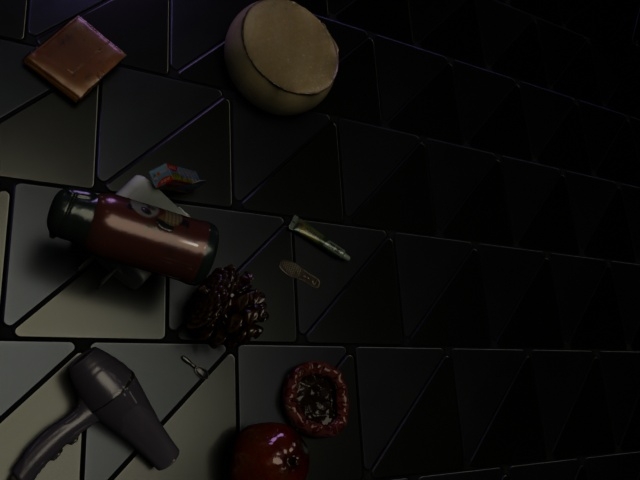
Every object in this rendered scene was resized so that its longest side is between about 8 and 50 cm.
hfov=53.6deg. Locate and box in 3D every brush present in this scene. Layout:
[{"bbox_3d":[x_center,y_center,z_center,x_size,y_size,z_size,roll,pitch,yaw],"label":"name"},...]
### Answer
[{"bbox_3d":[-0.297,0.300,1.502,0.083,0.008,0.024,44,60,-13],"label":"brush"}]

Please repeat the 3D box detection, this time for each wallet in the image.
[{"bbox_3d":[-0.598,-0.443,1.553,0.161,0.042,0.195,38,60,-11],"label":"wallet"}]

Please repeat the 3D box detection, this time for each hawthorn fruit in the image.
[{"bbox_3d":[-0.107,0.504,1.435,0.185,0.202,0.185,16,63,-36],"label":"hawthorn fruit"}]

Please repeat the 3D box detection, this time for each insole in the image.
[{"bbox_3d":[-0.055,0.092,1.730,0.135,0.002,0.045,32,60,-20],"label":"insole"}]

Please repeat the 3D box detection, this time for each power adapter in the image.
[{"bbox_3d":[-0.443,0.001,1.446,0.187,0.124,0.255,44,57,-11],"label":"power adapter"}]

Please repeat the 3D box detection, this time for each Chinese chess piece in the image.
[{"bbox_3d":[-0.110,-0.529,1.827,0.338,0.140,0.338,12,66,-28],"label":"Chinese chess piece"}]

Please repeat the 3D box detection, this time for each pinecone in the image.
[{"bbox_3d":[-0.212,0.164,1.497,0.207,0.207,0.208,11,68,-29],"label":"pinecone"}]

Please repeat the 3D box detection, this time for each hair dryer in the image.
[{"bbox_3d":[-0.497,0.433,1.296,0.361,0.121,0.301,-40,105,-26],"label":"hair dryer"}]

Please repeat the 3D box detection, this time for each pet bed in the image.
[{"bbox_3d":[-0.010,0.405,1.621,0.201,0.053,0.201,13,62,-26],"label":"pet bed"}]

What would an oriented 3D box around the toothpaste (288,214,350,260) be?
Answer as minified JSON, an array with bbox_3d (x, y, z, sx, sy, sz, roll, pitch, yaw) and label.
[{"bbox_3d":[0.000,0.000,1.779,0.204,0.031,0.049,34,59,-15],"label":"toothpaste"}]

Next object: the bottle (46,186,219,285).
[{"bbox_3d":[-0.391,-0.012,1.321,0.336,0.144,0.144,18,65,-25],"label":"bottle"}]

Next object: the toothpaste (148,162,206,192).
[{"bbox_3d":[-0.337,-0.153,1.524,0.070,0.193,0.044,-26,87,8],"label":"toothpaste"}]
